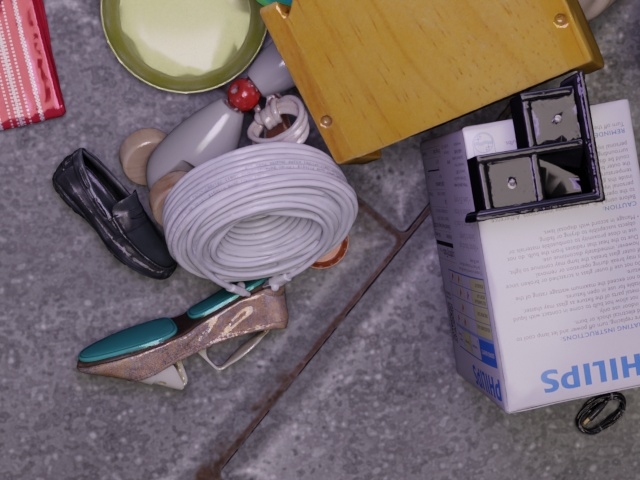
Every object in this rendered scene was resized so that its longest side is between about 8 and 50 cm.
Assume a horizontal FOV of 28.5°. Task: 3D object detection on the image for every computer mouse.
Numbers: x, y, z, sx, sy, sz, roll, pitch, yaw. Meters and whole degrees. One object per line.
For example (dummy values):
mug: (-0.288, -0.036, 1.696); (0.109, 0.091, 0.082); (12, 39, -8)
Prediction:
computer mouse: (0.473, 0.197, 1.902); (0.071, 0.041, 0.242); (37, 88, -7)

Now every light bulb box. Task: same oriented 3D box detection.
light bulb box: (0.293, 0.014, 1.718); (0.225, 0.358, 0.361); (-10, 93, -3)

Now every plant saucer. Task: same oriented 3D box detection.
plant saucer: (0.000, 0.000, 1.857); (0.083, 0.013, 0.083); (0, 92, -6)
plant saucer: (-0.195, -0.331, 1.816); (0.241, 0.037, 0.241); (0, 91, -6)

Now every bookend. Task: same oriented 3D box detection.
bookend: (0.243, -0.110, 1.498); (0.156, 0.072, 0.157); (-9, 90, -4)

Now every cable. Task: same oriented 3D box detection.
cable: (-0.078, -0.033, 1.651); (0.257, 0.257, 0.089); (-29, 60, 24)

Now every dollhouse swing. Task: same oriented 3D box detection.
dollhouse swing: (0.167, -0.283, 1.659); (0.347, 0.305, 0.315); (-22, 106, 22)

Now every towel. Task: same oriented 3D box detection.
towel: (-0.513, -0.243, 1.786); (0.275, 0.031, 0.199); (-13, 95, -4)

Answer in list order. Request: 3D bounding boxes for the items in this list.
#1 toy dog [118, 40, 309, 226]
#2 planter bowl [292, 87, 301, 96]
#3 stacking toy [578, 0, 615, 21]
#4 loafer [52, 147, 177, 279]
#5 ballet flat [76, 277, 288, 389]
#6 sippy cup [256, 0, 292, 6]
toy dog: (-0.117, -0.132, 1.764); (0.333, 0.161, 0.220); (-24, 52, 22)
planter bowl: (0.022, -0.279, 1.806); (0.162, 0.109, 0.162); (0, 91, -7)
stacking toy: (0.288, -0.564, 1.779); (0.480, 0.350, 0.350); (39, 87, 13)
loafer: (-0.284, -0.037, 1.785); (0.223, 0.076, 0.078); (46, 125, -3)
ballet flat: (-0.187, 0.150, 1.798); (0.316, 0.107, 0.106); (-23, 107, -5)
sippy cup: (0.021, -0.438, 1.727); (0.305, 0.224, 0.240); (45, 127, 13)
